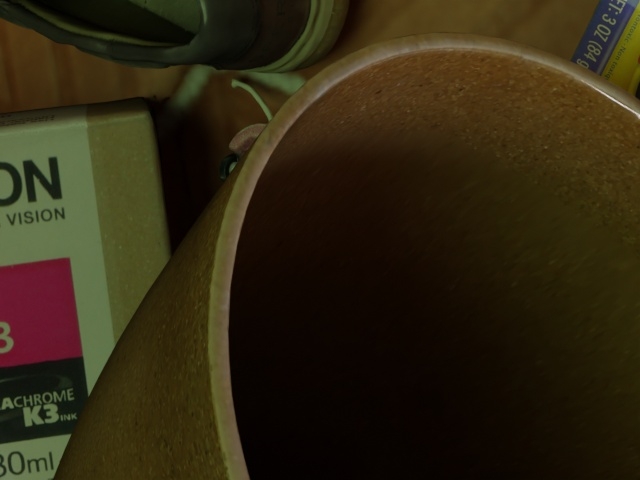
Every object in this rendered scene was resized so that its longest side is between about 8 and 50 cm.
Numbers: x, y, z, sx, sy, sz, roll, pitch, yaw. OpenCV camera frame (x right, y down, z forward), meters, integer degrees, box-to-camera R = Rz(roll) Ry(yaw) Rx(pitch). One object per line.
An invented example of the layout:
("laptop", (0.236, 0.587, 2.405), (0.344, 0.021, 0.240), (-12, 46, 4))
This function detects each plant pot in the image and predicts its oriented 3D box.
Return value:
("plant pot", (0.005, 0.097, 0.488), (0.254, 0.237, 0.237), (-36, 80, 47))

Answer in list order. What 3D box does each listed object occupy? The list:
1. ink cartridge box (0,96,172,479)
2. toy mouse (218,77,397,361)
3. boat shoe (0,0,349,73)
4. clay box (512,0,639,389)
("ink cartridge box", (-0.174, 0.050, 0.633), (0.235, 0.088, 0.193), (-8, 99, -6))
("toy mouse", (0.000, 0.000, 0.604), (0.161, 0.031, 0.143), (39, 109, 39))
("boat shoe", (-0.122, -0.142, 0.627), (0.285, 0.092, 0.102), (28, 114, 25))
("clay box", (0.172, 0.014, 0.506), (0.222, 0.053, 0.127), (34, 117, 23))
